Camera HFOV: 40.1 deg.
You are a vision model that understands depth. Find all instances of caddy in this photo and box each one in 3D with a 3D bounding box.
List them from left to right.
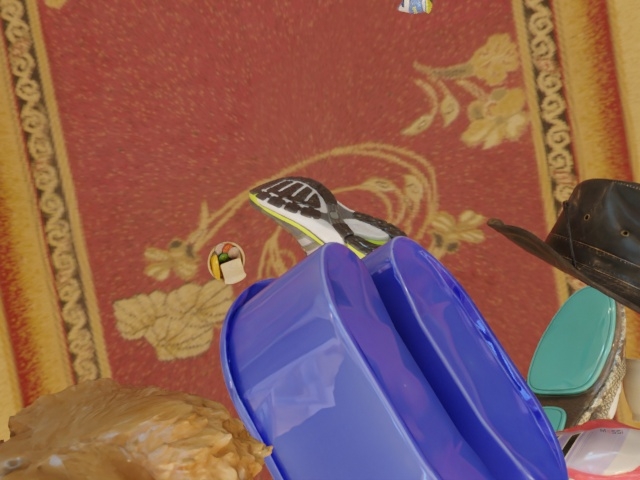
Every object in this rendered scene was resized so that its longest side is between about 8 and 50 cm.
[{"bbox_3d":[0.053,0.158,0.783,0.179,0.241,0.341,-44,67,31],"label":"caddy"}]

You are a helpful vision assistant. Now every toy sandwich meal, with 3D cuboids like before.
[{"bbox_3d":[-0.178,0.045,1.691,0.085,0.029,0.086,-7,104,-27],"label":"toy sandwich meal"}]

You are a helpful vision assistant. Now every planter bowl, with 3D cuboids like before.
[{"bbox_3d":[0.608,0.276,1.545,0.162,0.162,0.109,13,84,-1],"label":"planter bowl"}]

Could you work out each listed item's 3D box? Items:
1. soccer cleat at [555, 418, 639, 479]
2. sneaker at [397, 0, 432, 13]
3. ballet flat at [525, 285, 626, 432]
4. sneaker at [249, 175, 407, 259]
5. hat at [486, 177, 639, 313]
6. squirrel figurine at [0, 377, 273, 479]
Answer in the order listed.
[{"bbox_3d":[0.301,0.252,1.031,0.247,0.083,0.095,3,51,-4],"label":"soccer cleat"},{"bbox_3d":[0.147,-0.445,1.445,0.059,0.053,0.144,-4,99,23],"label":"sneaker"},{"bbox_3d":[0.418,0.303,1.481,0.182,0.164,0.483,52,52,-27],"label":"ballet flat"},{"bbox_3d":[0.000,0.000,1.349,0.300,0.111,0.121,33,131,31],"label":"sneaker"},{"bbox_3d":[0.358,0.010,0.974,0.331,0.331,0.134,29,95,-2],"label":"hat"},{"bbox_3d":[-0.161,0.297,0.523,0.281,0.397,0.371,5,114,36],"label":"squirrel figurine"}]
